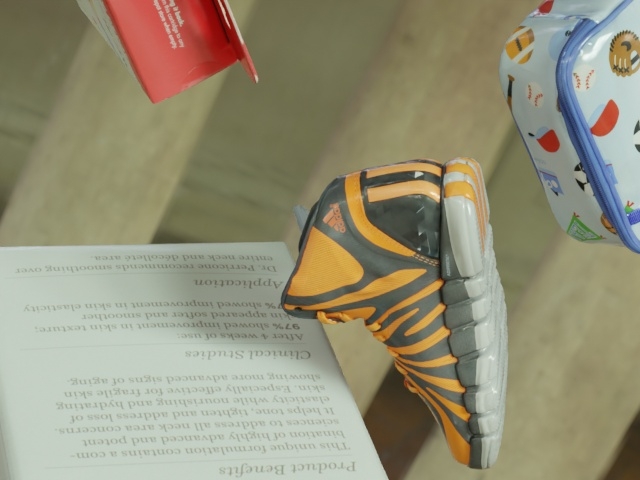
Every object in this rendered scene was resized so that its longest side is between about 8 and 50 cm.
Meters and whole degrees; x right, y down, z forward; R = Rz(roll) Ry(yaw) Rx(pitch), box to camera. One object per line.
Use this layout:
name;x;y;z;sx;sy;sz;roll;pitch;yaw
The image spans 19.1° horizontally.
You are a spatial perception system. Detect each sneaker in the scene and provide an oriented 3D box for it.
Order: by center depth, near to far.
sneaker;0.066;0.065;1.655;0.180;0.321;0.125;-4;32;12

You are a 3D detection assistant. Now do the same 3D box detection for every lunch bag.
lunch bag;0.306;-0.142;1.637;0.303;0.243;0.115;-39;26;-25

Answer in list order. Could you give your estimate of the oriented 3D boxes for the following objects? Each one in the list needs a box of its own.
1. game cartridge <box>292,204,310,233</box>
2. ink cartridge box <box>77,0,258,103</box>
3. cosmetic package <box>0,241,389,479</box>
game cartridge;0.000;0.000;2.079;0.083;0.017;0.056;42;17;-51
ink cartridge box;-0.136;-0.197;1.415;0.078;0.134;0.231;-29;37;-8
cosmetic package;-0.160;0.240;1.785;0.329;0.327;0.394;0;34;-17
